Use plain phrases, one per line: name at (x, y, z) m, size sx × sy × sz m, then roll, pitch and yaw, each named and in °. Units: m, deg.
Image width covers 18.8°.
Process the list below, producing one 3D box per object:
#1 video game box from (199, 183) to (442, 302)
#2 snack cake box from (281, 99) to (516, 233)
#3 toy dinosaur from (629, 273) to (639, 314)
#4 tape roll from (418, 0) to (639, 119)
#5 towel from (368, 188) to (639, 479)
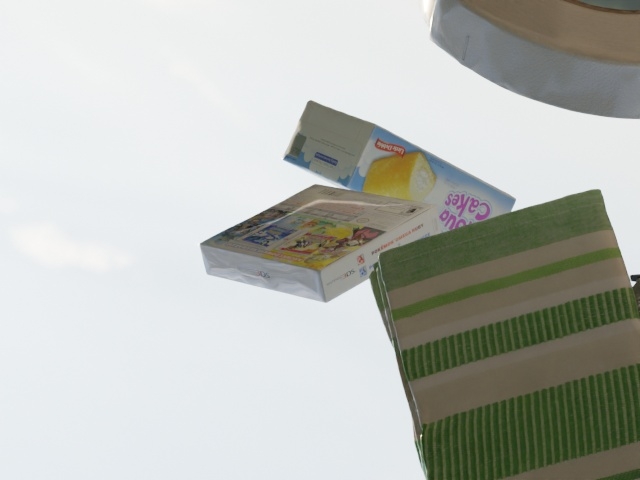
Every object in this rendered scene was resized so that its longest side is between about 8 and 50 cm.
video game box at (0.000, 0.000, 2.152) m, size 0.187 × 0.048 × 0.205 m, roll -26°, pitch -155°, yaw -37°
snack cake box at (0.101, -0.078, 2.448) m, size 0.264 × 0.089 × 0.152 m, roll 25°, pitch 180°, yaw -37°
toy dinosaur at (0.456, 0.091, 2.086) m, size 0.218 × 0.164 × 0.322 m, roll -14°, pitch -156°, yaw 14°
tape roll at (0.294, -0.264, 2.030) m, size 0.392 × 0.072 × 0.392 m, roll 6°, pitch -142°, yaw -4°
towel at (0.194, 0.121, 1.861) m, size 0.038 × 0.248 × 0.325 m, roll 65°, pitch -170°, yaw -58°
